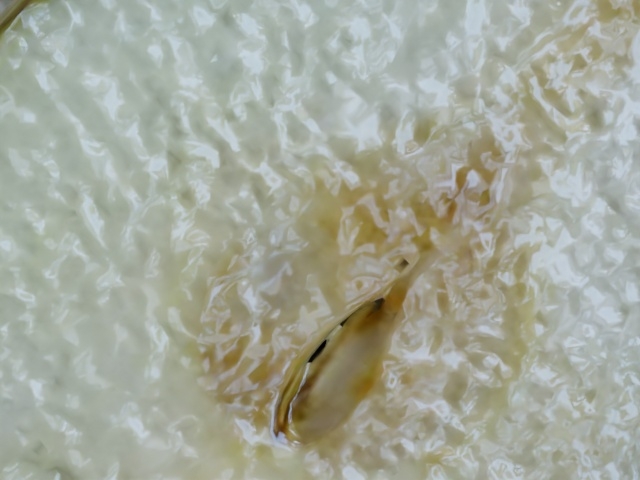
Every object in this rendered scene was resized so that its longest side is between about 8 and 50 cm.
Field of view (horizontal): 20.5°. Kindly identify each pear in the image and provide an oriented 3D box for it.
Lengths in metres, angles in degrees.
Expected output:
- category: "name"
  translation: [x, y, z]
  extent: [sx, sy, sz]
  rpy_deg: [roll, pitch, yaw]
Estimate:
- category: "pear"
  translation: [0.000, 0.000, 0.738]
  extent: [0.340, 0.386, 0.191]
  rpy_deg: [41, 5, -21]
